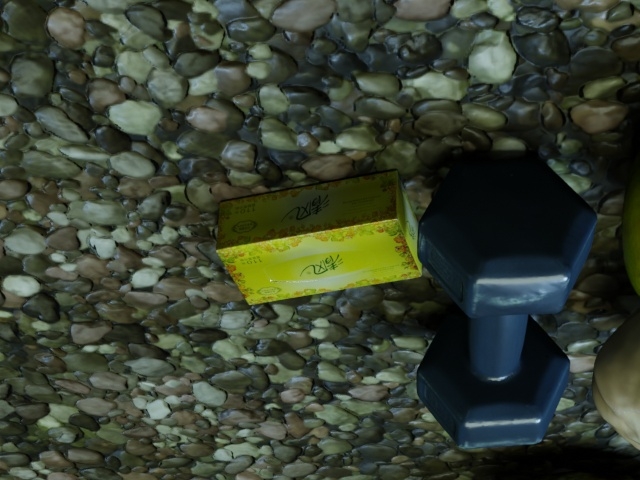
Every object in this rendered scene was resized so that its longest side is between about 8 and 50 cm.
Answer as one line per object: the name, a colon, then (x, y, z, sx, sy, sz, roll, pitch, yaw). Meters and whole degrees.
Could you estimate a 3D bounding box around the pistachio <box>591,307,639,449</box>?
pistachio: (0.415, 0.109, 1.172, 0.318, 0.214, 0.193, -25, 135, 11)

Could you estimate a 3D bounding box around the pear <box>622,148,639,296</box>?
pear: (0.335, -0.018, 1.032, 0.187, 0.187, 0.219, -16, 125, 21)

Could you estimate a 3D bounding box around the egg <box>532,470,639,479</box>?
egg: (0.335, 0.403, 1.527, 0.290, 0.238, 0.238, -14, 141, 4)

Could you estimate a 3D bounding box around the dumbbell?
dumbbell: (0.169, 0.067, 1.170, 0.156, 0.143, 0.316, -4, 142, 1)

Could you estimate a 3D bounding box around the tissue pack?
tissue pack: (0.000, 0.000, 1.157, 0.176, 0.062, 0.095, -9, 141, 14)
